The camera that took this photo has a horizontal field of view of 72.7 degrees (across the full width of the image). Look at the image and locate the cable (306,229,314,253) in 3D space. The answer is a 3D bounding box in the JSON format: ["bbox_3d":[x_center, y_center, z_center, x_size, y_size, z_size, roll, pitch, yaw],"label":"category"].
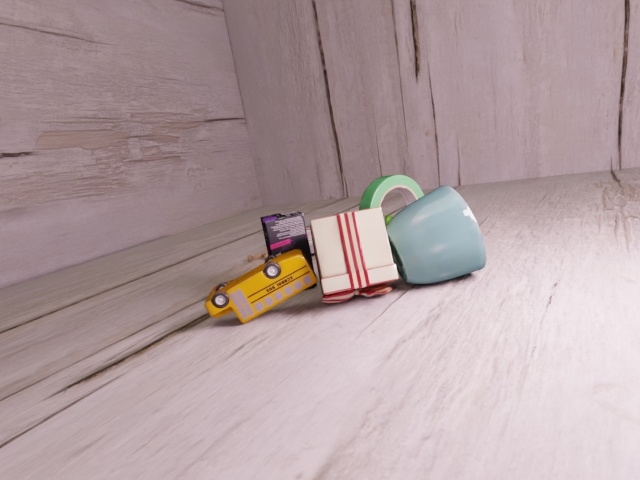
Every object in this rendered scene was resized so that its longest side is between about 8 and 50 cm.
[{"bbox_3d":[0.000,0.000,2.134,0.257,0.089,0.257,-14,13,-22],"label":"cable"}]

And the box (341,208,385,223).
[{"bbox_3d":[0.186,-0.070,2.005,0.203,0.114,0.103,-14,-35,29],"label":"box"}]

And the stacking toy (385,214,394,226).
[{"bbox_3d":[0.342,-0.070,2.129,0.330,0.141,0.141,0,13,10],"label":"stacking toy"}]

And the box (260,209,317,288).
[{"bbox_3d":[-0.118,0.038,1.589,0.143,0.271,0.165,-12,12,-12],"label":"box"}]

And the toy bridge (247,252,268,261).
[{"bbox_3d":[-0.262,0.075,2.144,0.188,0.026,0.063,-7,11,12],"label":"toy bridge"}]

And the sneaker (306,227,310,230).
[{"bbox_3d":[-0.115,-0.034,2.462,0.175,0.064,0.067,-13,22,-3],"label":"sneaker"}]

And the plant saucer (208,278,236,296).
[{"bbox_3d":[-0.328,0.185,1.648,0.199,0.037,0.200,-9,11,2],"label":"plant saucer"}]

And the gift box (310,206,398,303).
[{"bbox_3d":[0.107,0.057,1.384,0.255,0.258,0.276,-12,-8,2],"label":"gift box"}]

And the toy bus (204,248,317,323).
[{"bbox_3d":[-0.184,0.145,1.345,0.332,0.130,0.108,-30,13,0],"label":"toy bus"}]

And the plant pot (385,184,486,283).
[{"bbox_3d":[0.339,0.004,1.383,0.235,0.293,0.293,-23,12,-1],"label":"plant pot"}]

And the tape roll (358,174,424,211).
[{"bbox_3d":[0.307,-0.112,1.823,0.321,0.322,0.077,-17,14,-30],"label":"tape roll"}]
